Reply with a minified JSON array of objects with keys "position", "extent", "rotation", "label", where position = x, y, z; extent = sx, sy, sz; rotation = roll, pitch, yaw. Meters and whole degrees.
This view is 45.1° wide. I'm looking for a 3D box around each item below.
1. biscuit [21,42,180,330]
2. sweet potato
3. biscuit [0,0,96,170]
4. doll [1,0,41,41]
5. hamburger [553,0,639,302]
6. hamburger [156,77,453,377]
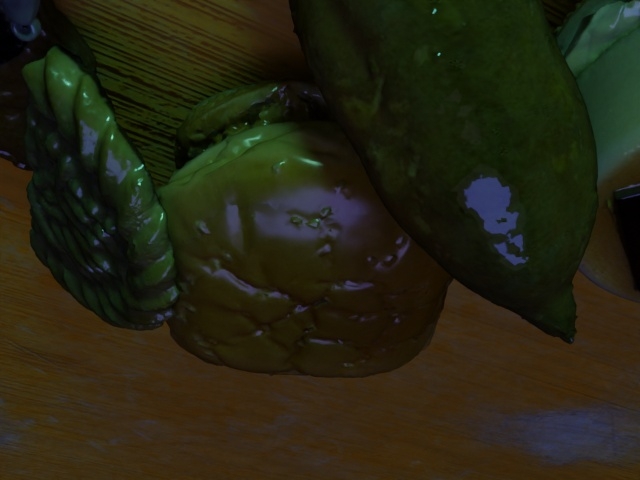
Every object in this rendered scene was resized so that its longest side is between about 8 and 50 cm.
[{"position":[-0.180,-0.010,0.626],"extent":[0.187,0.036,0.273],"rotation":[44,144,15],"label":"biscuit"},{"position":[0.078,-0.101,0.478],"extent":[0.158,0.369,0.158],"rotation":[-22,174,-3],"label":"sweet potato"},{"position":[-0.298,-0.152,0.583],"extent":[0.209,0.041,0.290],"rotation":[-14,137,18],"label":"biscuit"},{"position":[-0.193,-0.227,0.466],"extent":[0.102,0.075,0.227],"rotation":[12,130,9],"label":"doll"},{"position":[0.296,-0.079,0.561],"extent":[0.302,0.170,0.302],"rotation":[1,144,1],"label":"hamburger"},{"position":[0.000,0.000,0.667],"extent":[0.319,0.158,0.318],"rotation":[-1,140,-1],"label":"hamburger"}]
